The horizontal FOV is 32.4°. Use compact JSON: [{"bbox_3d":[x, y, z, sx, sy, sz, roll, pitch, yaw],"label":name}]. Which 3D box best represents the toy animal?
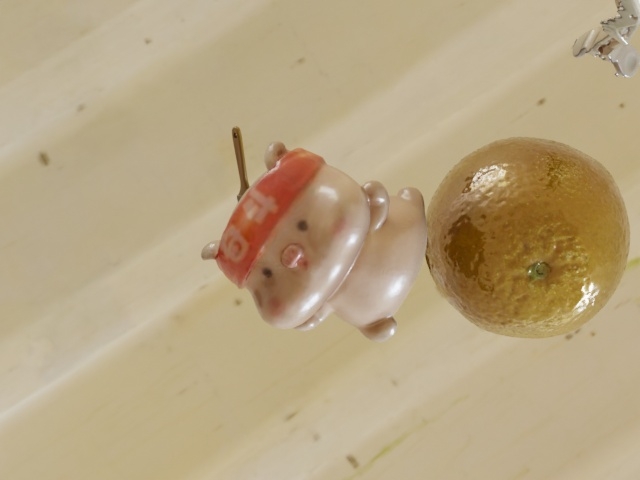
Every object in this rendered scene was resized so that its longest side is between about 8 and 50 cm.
[{"bbox_3d":[0.000,0.000,1.048,0.171,0.197,0.171,-36,-135,46],"label":"toy animal"}]

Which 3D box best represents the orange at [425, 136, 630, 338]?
[{"bbox_3d":[0.218,-0.004,1.174,0.236,0.236,0.236,31,-43,33],"label":"orange"}]

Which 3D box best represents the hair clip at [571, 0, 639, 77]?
[{"bbox_3d":[0.297,-0.211,1.068,0.072,0.034,0.226,28,-7,7],"label":"hair clip"}]

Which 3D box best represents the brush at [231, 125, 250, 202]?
[{"bbox_3d":[-0.115,-0.089,1.664,0.043,0.014,0.170,6,-70,46],"label":"brush"}]
